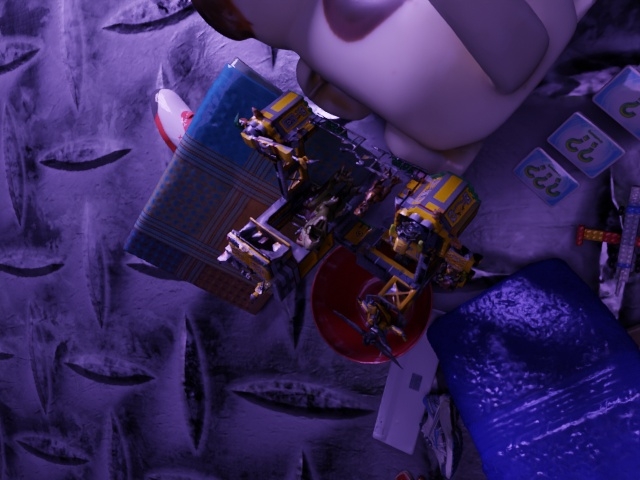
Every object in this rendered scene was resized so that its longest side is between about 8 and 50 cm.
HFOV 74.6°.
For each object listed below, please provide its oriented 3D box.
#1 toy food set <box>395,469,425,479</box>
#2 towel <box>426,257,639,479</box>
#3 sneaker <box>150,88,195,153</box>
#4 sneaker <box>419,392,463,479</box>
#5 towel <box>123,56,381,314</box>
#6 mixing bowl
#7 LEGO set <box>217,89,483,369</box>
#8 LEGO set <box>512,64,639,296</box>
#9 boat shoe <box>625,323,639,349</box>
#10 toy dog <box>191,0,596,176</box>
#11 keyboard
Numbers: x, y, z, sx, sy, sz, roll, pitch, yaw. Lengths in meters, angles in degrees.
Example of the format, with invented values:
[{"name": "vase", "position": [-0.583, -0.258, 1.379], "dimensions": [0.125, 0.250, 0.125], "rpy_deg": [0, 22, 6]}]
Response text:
[{"name": "toy food set", "position": [0.173, 0.430, 0.701], "dimensions": [0.122, 0.019, 0.078], "rpy_deg": [34, 108, 25]}, {"name": "towel", "position": [0.283, 0.191, 0.516], "dimensions": [0.228, 0.076, 0.308], "rpy_deg": [-36, 44, 19]}, {"name": "sneaker", "position": [-0.185, -0.170, 0.746], "dimensions": [0.145, 0.090, 0.270], "rpy_deg": [-24, 90, 23]}, {"name": "sneaker", "position": [0.189, 0.305, 0.665], "dimensions": [0.058, 0.052, 0.135], "rpy_deg": [-3, 91, 36]}, {"name": "towel", "position": [-0.120, -0.061, 0.688], "dimensions": [0.271, 0.040, 0.370], "rpy_deg": [32, 112, -18]}, {"name": "mixing bowl", "position": [0.087, 0.092, 0.639], "dimensions": [0.182, 0.098, 0.181], "rpy_deg": [-6, 75, 23]}, {"name": "LEGO set", "position": [0.000, 0.000, 0.501], "dimensions": [0.331, 0.255, 0.192], "rpy_deg": [37, 66, 16]}, {"name": "LEGO set", "position": [0.374, -0.051, 0.498], "dimensions": [0.244, 0.060, 0.182], "rpy_deg": [48, 139, 10]}, {"name": "boat shoe", "position": [0.364, 0.228, 0.546], "dimensions": [0.109, 0.098, 0.302], "rpy_deg": [44, 111, 13]}, {"name": "toy dog", "position": [0.044, -0.257, 0.482], "dimensions": [0.408, 0.395, 0.284], "rpy_deg": [37, 121, 8]}, {"name": "keyboard", "position": [0.147, 0.229, 0.691], "dimensions": [0.072, 0.014, 0.256], "rpy_deg": [15, 103, 16]}]
